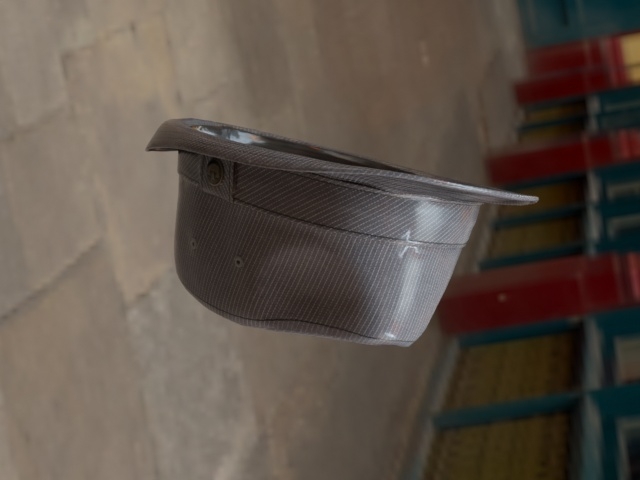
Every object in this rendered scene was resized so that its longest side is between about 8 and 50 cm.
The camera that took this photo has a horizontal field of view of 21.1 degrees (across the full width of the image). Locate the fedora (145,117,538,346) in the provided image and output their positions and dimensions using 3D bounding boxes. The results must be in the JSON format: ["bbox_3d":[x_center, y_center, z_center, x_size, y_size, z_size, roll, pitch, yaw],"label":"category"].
[{"bbox_3d":[0.000,0.000,1.166,0.243,0.275,0.124,5,99,-54],"label":"fedora"}]
